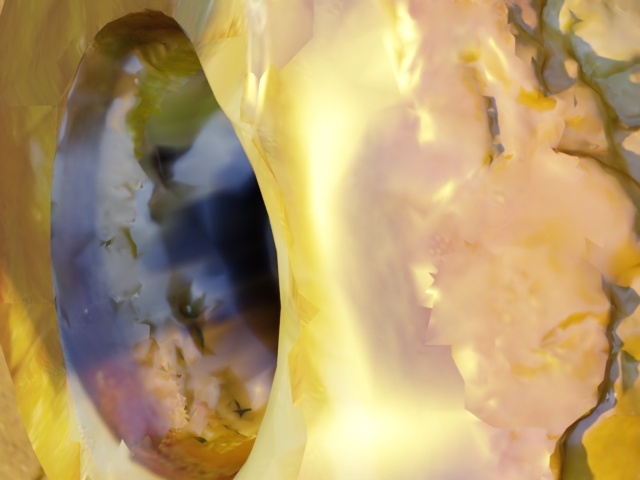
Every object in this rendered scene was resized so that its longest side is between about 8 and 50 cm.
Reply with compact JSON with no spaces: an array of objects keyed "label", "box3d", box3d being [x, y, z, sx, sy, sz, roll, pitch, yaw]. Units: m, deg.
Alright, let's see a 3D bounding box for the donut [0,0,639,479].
[{"label":"donut","box3d":[0.000,0.000,0.592,0.160,0.330,0.330,2,69,-41]}]
